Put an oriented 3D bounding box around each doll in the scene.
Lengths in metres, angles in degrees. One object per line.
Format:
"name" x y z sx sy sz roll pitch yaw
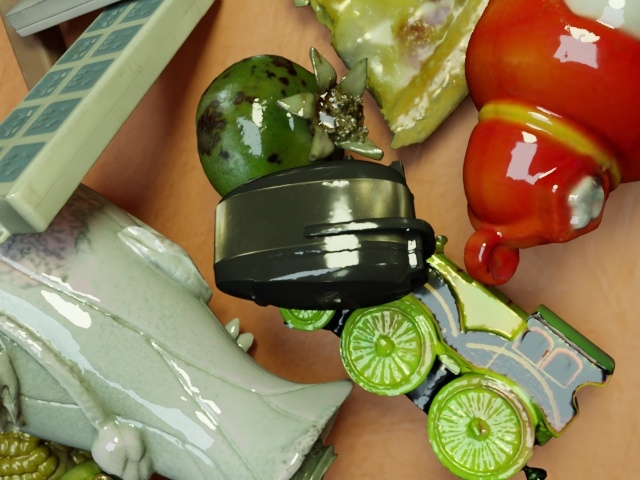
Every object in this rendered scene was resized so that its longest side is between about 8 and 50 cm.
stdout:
"doll" 0.193 -0.132 0.422 0.160 0.182 0.363 22 83 56

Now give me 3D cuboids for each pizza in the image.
"pizza" 0.042 -0.238 0.542 0.287 0.075 0.280 22 99 20

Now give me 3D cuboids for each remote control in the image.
"remote control" -0.220 -0.275 0.627 0.250 0.034 0.103 -5 47 30

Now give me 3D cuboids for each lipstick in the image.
"lipstick" -0.335 -0.234 0.714 0.045 0.045 0.145 -26 82 23

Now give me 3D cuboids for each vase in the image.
"vase" -0.190 0.104 0.567 0.445 0.250 0.250 31 103 12

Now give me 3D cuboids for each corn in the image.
"corn" -0.422 0.241 0.727 0.344 0.131 0.131 -12 87 25

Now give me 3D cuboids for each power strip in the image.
"power strip" -0.199 -0.149 0.549 0.106 0.043 0.367 -1 49 28

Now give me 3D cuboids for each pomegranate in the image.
"pomegranate" -0.037 -0.096 0.529 0.169 0.148 0.148 -32 77 63

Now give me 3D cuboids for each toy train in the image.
"toy train" 0.089 0.070 0.523 0.296 0.100 0.160 39 99 19

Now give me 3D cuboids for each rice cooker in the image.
"rice cooker" 0.000 0.000 0.451 0.165 0.112 0.106 -14 70 9

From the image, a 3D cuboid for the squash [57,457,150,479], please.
"squash" -0.237 0.321 0.630 0.132 0.132 0.247 34 114 18
